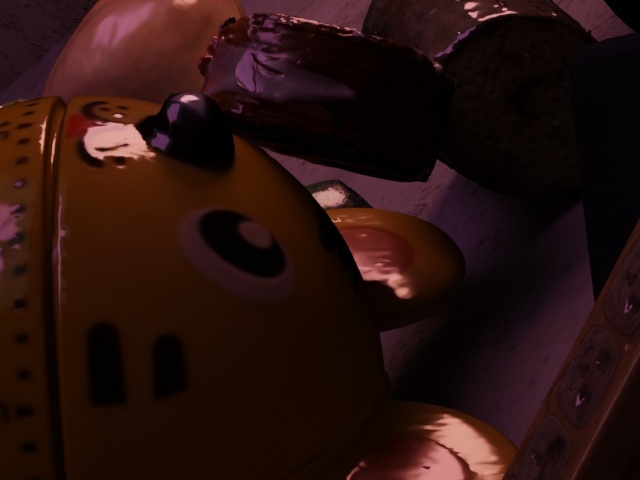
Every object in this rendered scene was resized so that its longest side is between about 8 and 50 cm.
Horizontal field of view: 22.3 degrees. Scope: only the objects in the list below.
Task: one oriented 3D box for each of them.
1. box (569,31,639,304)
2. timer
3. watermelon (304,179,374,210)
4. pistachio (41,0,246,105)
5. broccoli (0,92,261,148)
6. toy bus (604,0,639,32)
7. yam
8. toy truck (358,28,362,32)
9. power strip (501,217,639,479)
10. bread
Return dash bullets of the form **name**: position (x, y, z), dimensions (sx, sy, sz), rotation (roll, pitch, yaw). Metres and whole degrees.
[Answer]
- **box**: position (0.205, -0.031, 0.774), dimensions (0.050, 0.160, 0.230), rotation (-7, 2, -25)
- **timer**: position (-0.088, 0.075, 0.941), dimensions (0.387, 0.376, 0.376), rotation (-5, 23, -1)
- **watermelon**: position (-0.002, 0.002, 1.271), dimensions (0.084, 0.092, 0.072), rotation (-52, -22, -45)
- **pistachio**: position (-0.219, -0.187, 1.984), dimensions (0.318, 0.214, 0.193), rotation (-52, -27, 13)
- **broccoli**: position (-0.176, -0.018, 1.394), dimensions (0.270, 0.270, 0.270), rotation (-57, -6, -9)
- **toy bus**: position (0.246, -0.244, 0.967), dimensions (0.162, 0.171, 0.386), rotation (-36, -4, -1)
- **yam**: position (0.112, -0.121, 1.145), dimensions (0.154, 0.154, 0.254), rotation (-43, 20, 8)
- **toy truck**: position (0.093, -0.194, 1.474), dimensions (0.169, 0.077, 0.100), rotation (-39, 5, 30)
- **power strip**: position (0.129, 0.072, 0.719), dimensions (0.305, 0.044, 0.064), rotation (-65, 16, 11)
- **bread**: position (0.003, -0.086, 0.993), dimensions (0.160, 0.160, 0.073), rotation (-170, 93, -69)
